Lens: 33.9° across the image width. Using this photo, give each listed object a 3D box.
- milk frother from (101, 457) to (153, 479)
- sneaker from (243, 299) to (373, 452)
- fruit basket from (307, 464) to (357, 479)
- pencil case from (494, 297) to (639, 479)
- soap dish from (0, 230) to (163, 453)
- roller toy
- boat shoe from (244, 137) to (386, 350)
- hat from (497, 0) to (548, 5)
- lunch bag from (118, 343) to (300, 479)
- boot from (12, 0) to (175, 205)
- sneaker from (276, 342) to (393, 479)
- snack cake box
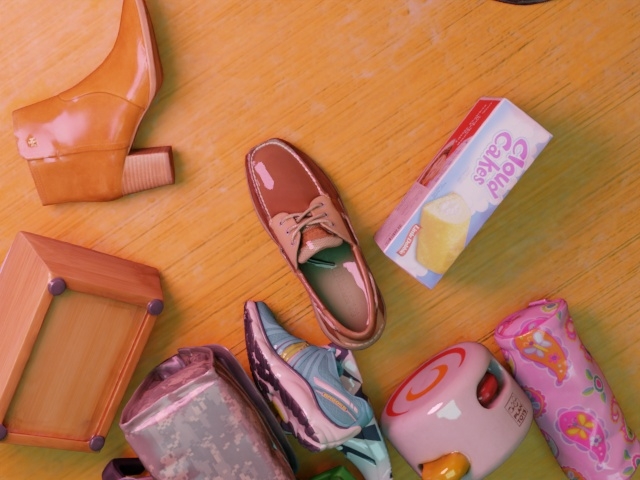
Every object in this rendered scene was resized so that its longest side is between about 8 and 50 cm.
[{"bbox_3d":[-0.264,0.395,1.510,0.129,0.134,0.143,22,93,27],"label":"milk frother"},{"bbox_3d":[-0.028,0.182,1.460,0.109,0.275,0.107,-20,136,-23],"label":"sneaker"},{"bbox_3d":[-0.024,0.553,1.439,0.391,0.283,0.392,1,102,6],"label":"fruit basket"},{"bbox_3d":[0.363,0.225,1.522,0.124,0.124,0.284,-30,98,2],"label":"pencil case"},{"bbox_3d":[-0.357,0.153,1.440,0.228,0.118,0.291,19,96,-43],"label":"soap dish"},{"bbox_3d":[0.196,0.252,1.475,0.191,0.209,0.146,-41,97,-3],"label":"roller toy"},{"bbox_3d":[0.000,0.000,1.462,0.122,0.120,0.324,-30,85,-3],"label":"boat shoe"},{"bbox_3d":[0.274,-0.491,1.423,0.331,0.134,0.332,0,96,-2],"label":"hat"},{"bbox_3d":[-0.142,0.273,1.427,0.168,0.287,0.235,-32,98,-4],"label":"lunch bag"},{"bbox_3d":[-0.324,-0.197,1.455,0.211,0.104,0.295,-6,101,-1],"label":"boot"},{"bbox_3d":[0.008,0.277,1.526,0.153,0.094,0.235,-20,97,2],"label":"sneaker"},{"bbox_3d":[0.191,-0.071,1.460,0.089,0.152,0.264,37,95,-6],"label":"snack cake box"}]
